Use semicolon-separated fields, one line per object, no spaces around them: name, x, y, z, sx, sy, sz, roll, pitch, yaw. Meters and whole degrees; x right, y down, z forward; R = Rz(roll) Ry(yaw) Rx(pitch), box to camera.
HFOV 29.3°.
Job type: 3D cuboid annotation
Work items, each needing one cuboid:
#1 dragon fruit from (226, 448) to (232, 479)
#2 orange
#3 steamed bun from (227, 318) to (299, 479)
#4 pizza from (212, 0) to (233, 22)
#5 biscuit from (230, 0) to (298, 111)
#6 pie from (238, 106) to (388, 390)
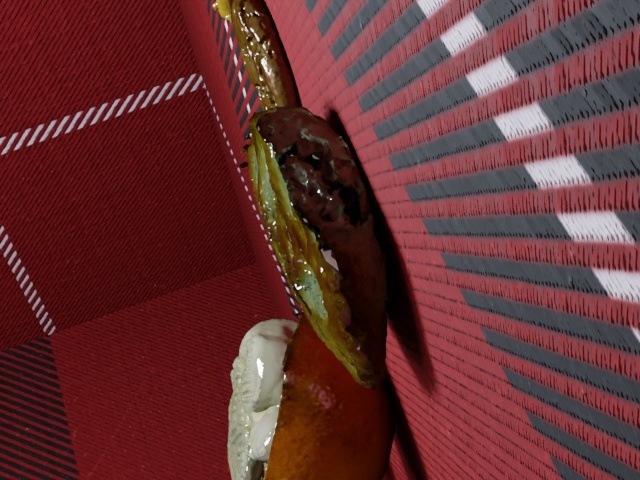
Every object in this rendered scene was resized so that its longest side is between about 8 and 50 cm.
dragon fruit;-0.040;0.458;2.472;0.302;0.296;0.295;18;130;58
orange;-0.018;0.265;1.707;0.274;0.274;0.310;95;155;-77
steamed bun;-0.033;0.322;2.170;0.339;0.247;0.352;110;162;-54
pizza;-0.160;-0.439;1.702;0.134;0.056;0.271;49;158;53
biscuit;-0.074;-0.232;1.647;0.226;0.042;0.226;161;90;-83
pie;0.003;0.000;1.369;0.288;0.103;0.354;80;165;-56
